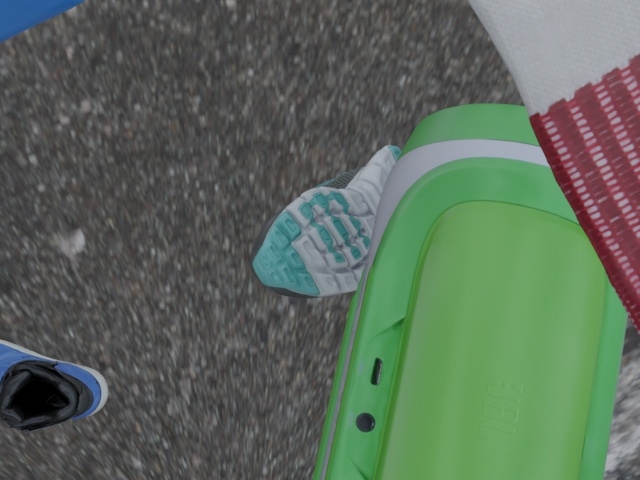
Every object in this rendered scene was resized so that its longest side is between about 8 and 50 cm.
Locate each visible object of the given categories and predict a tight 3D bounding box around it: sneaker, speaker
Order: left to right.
[{"bbox_3d":[-0.255,0.115,1.301,0.152,0.084,0.058,12,92,10],"label":"sneaker"},{"bbox_3d":[0.000,0.000,0.931,0.076,0.166,0.065,-25,93,33],"label":"sneaker"},{"bbox_3d":[0.067,0.092,0.735,0.131,0.131,0.296,13,69,1],"label":"speaker"}]

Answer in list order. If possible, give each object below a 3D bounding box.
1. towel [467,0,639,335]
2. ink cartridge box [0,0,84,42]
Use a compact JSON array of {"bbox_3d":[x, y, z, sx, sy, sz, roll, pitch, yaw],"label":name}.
[{"bbox_3d":[0.119,-0.122,0.349,0.037,0.237,0.329,-20,81,-53],"label":"towel"},{"bbox_3d":[-0.290,-0.130,0.412,0.395,0.166,0.285,-22,73,18],"label":"ink cartridge box"}]
